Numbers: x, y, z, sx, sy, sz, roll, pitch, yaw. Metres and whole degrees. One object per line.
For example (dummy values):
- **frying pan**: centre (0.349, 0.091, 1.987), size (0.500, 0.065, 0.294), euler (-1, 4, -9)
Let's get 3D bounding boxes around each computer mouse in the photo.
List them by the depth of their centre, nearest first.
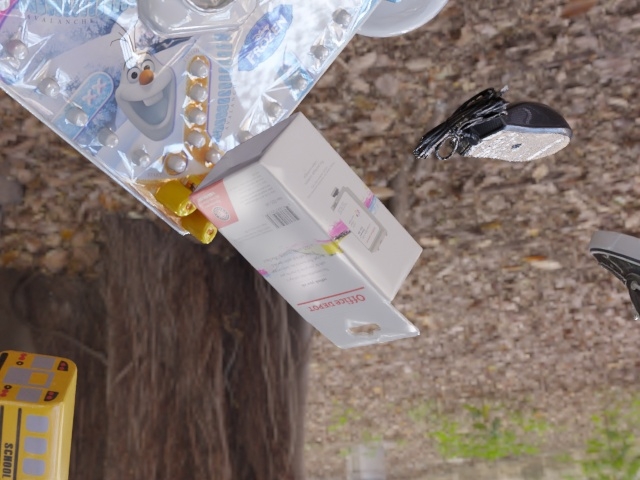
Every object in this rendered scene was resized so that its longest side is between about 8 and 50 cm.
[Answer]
- **computer mouse**: centre (0.287, -0.184, 1.360), size (0.272, 0.072, 0.188), euler (2, 157, -38)

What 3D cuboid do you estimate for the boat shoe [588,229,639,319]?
- **boat shoe**: centre (0.411, 0.066, 1.016), size (0.108, 0.102, 0.301), euler (18, -173, -26)

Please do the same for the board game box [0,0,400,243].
- **board game box**: centre (-0.091, -0.234, 0.740), size (0.050, 0.390, 0.390), euler (33, 172, 39)

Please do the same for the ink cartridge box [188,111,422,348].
- **ink cartridge box**: centre (0.000, 0.000, 0.726), size (0.198, 0.067, 0.115), euler (48, 145, -19)

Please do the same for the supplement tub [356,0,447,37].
- **supplement tub**: centre (0.076, -0.409, 1.140), size (0.194, 0.316, 0.193), euler (1, 123, 1)

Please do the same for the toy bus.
- **toy bus**: centre (-0.393, 0.306, 1.103), size (0.130, 0.108, 0.332), euler (9, 116, -7)
